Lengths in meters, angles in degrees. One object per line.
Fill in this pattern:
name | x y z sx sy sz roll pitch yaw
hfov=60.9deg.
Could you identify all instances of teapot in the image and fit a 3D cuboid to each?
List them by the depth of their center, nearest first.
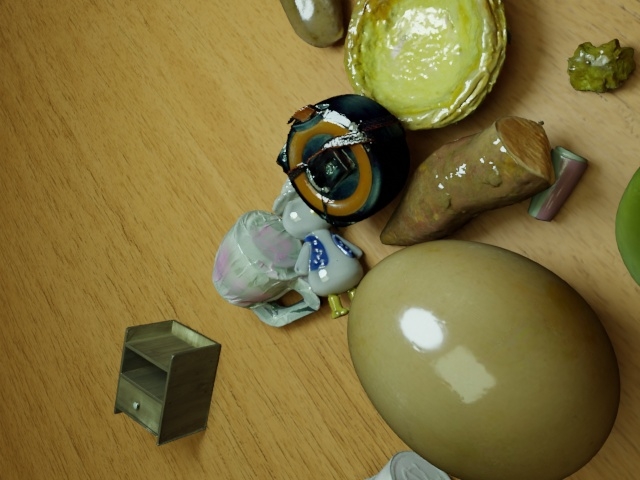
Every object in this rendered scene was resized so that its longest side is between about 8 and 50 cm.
teapot | -0.107 0.060 1.091 0.178 0.221 0.163 -44 26 38

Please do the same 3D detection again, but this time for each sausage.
sausage | -0.052 -0.603 1.045 0.136 0.123 0.501 -9 84 7

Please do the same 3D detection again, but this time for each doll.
doll | 0.000 0.000 1.004 0.293 0.138 0.119 67 156 20

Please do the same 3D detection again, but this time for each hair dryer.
hair dryer | 0.313 -0.109 0.829 0.154 0.054 0.106 44 120 39

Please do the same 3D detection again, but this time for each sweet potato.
sweet potato | 0.195 -0.075 0.853 0.337 0.131 0.131 -29 72 48

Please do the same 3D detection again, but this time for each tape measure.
tape measure | 0.036 -0.128 0.888 0.202 0.135 0.223 50 139 5

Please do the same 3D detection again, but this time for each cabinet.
cabinet | -0.356 0.321 1.251 0.175 0.148 0.215 18 102 35

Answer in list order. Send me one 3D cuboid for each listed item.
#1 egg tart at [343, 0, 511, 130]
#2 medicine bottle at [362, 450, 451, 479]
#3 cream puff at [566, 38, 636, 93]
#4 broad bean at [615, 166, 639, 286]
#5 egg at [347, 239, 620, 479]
egg tart | 0.173 -0.315 0.880 0.294 0.123 0.294 1 92 34
medicine bottle | 0.095 0.499 0.904 0.170 0.170 0.293 44 116 28
cream puff | 0.387 -0.243 0.758 0.083 0.058 0.083 51 119 23
broad bean | 0.469 -0.020 0.613 0.238 0.119 0.291 66 154 17
egg | 0.205 0.152 0.744 0.374 0.301 0.301 42 114 36
